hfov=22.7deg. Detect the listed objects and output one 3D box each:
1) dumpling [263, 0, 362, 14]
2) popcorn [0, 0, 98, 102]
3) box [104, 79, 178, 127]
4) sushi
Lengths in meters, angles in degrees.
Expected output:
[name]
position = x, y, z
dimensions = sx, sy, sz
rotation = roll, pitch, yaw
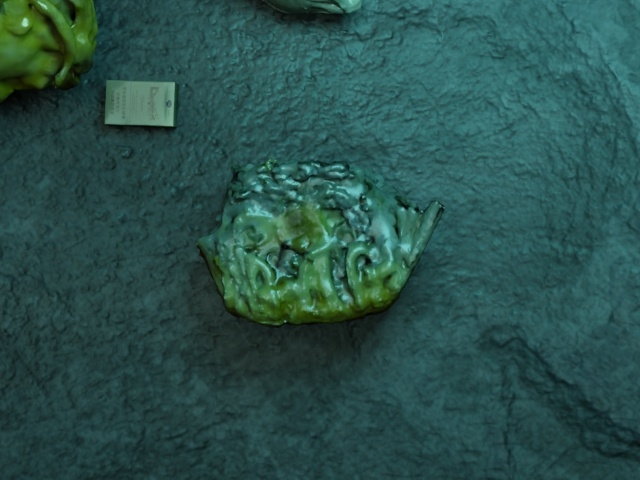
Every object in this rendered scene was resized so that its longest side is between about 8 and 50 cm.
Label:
[dumpling]
position = -0.027, -0.324, 1.796
dimensions = 0.188, 0.108, 0.127
rotation = 26, 68, 6
[popcorn]
position = -0.377, -0.245, 1.764
dimensions = 0.250, 0.250, 0.190
rotation = -6, 68, 5
[box]
position = -0.207, -0.158, 1.845
dimensions = 0.083, 0.024, 0.053
rotation = 3, 90, 4
[sushi]
position = 0.000, 0.000, 1.766
dimensions = 0.274, 0.139, 0.184
rotation = -2, 92, 3
